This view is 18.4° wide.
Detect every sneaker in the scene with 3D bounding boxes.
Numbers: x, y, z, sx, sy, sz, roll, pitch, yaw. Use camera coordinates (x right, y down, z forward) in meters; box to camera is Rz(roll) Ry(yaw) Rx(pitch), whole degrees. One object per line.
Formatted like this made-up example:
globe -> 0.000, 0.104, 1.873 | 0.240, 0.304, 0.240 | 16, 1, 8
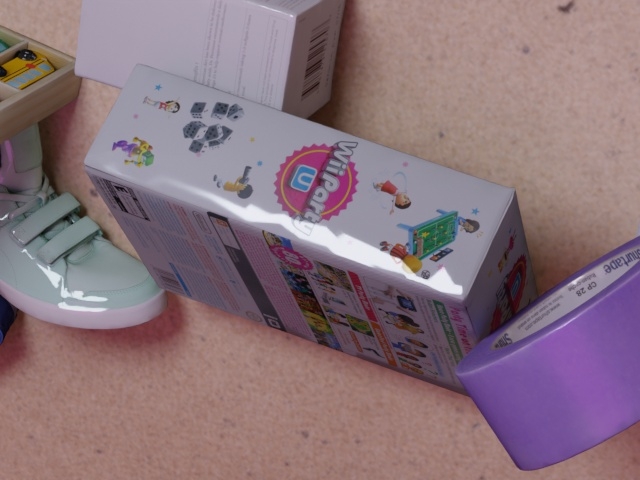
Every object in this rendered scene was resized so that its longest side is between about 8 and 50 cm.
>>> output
sneaker -> -0.235, -0.030, 1.641 | 0.256, 0.094, 0.151 | 25, 125, 18

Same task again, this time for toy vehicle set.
toy vehicle set -> -0.324, -0.118, 1.552 | 0.166, 0.267, 0.035 | 23, 119, 15

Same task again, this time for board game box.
board game box -> 0.000, 0.000, 1.476 | 0.303, 0.097, 0.224 | 20, 162, 18

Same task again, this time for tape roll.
tape roll -> 0.189, 0.069, 1.321 | 0.189, 0.189, 0.080 | -34, 92, 32

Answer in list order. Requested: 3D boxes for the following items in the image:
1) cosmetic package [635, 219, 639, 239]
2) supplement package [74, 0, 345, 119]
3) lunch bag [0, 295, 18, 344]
cosmetic package -> 0.377, -0.061, 1.338 | 0.284, 0.097, 0.377 | 18, 117, 18
supplement package -> -0.084, -0.163, 1.513 | 0.179, 0.105, 0.105 | 19, 119, 17
lunch bag -> -0.315, 0.069, 1.742 | 0.098, 0.065, 0.067 | -32, 110, 31
